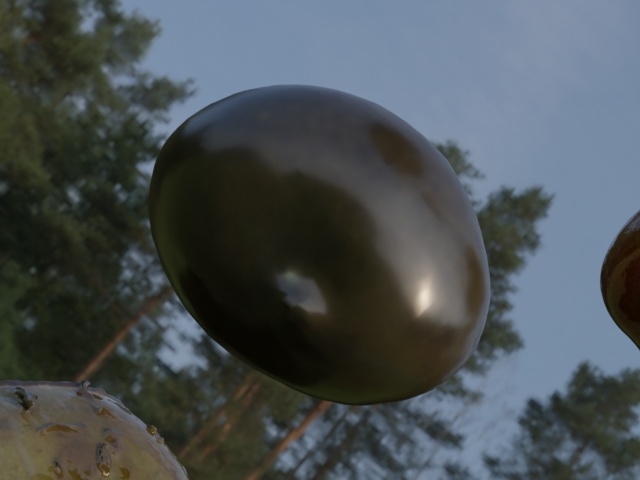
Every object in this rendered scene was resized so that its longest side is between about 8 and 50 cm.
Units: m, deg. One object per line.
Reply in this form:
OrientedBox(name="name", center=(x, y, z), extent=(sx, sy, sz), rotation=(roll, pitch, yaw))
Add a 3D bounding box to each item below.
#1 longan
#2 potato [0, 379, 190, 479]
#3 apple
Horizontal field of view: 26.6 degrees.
OrientedBox(name="longan", center=(0.000, 0.000, 1.262), extent=(0.350, 0.288, 0.288), rotation=(40, -26, 18))
OrientedBox(name="potato", center=(-0.269, 0.384, 1.410), extent=(0.442, 0.385, 0.319), rotation=(26, 11, -49))
OrientedBox(name="apple", center=(0.377, 0.041, 1.349), extent=(0.174, 0.188, 0.188), rotation=(-38, -79, 27))
